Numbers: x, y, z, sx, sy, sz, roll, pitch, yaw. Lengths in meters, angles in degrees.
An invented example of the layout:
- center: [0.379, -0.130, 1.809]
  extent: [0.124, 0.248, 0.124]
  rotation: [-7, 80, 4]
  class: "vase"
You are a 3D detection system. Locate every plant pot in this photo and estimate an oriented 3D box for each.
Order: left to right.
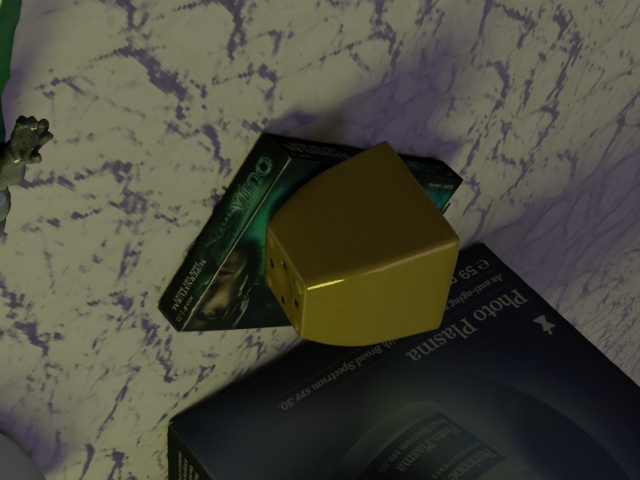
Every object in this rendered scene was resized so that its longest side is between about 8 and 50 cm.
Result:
- center: [0.016, 0.010, 0.635]
  extent: [0.083, 0.081, 0.081]
  rotation: [-19, 144, -20]
  class: "plant pot"

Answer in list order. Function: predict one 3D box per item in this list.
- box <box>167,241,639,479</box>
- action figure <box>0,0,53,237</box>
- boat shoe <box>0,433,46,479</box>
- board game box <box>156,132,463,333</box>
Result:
- center: [0.095, 0.202, 0.819]
  extent: [0.296, 0.294, 0.182]
  rotation: [-29, 148, -27]
  class: "box"
- center: [-0.152, -0.037, 0.435]
  extent: [0.137, 0.063, 0.232]
  rotation: [-30, 152, -30]
  class: "action figure"
- center: [-0.229, 0.153, 0.552]
  extent: [0.102, 0.108, 0.301]
  rotation: [-15, 169, 14]
  class: "boat shoe"
- center: [0.000, 0.000, 0.708]
  extent: [0.186, 0.026, 0.126]
  rotation: [2, 127, -53]
  class: "board game box"
